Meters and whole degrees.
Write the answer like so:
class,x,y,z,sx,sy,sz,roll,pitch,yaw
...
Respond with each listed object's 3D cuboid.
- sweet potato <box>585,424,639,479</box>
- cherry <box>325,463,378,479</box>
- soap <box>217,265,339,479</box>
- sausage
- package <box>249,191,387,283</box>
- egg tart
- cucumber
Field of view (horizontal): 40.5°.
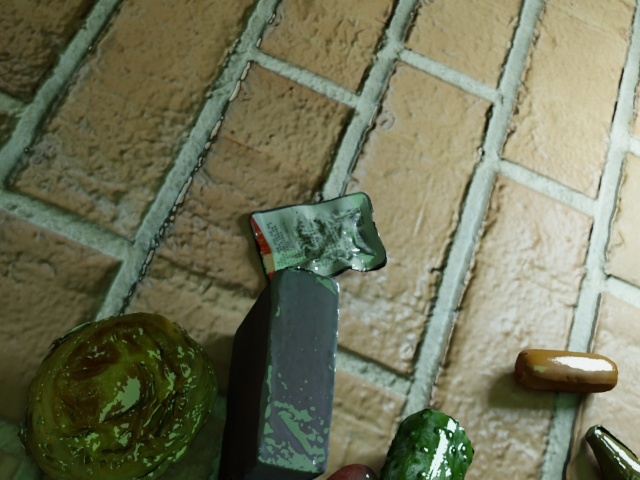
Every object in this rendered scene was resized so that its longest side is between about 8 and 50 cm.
class,x,y,z,sx,sy,sz,roll,pitch,yaw
sweet potato,0.566,0.433,1.483,0.285,0.085,0.112,38,41,19
cherry,0.048,0.406,1.334,0.126,0.087,0.106,-30,71,-29
soap,-0.069,0.221,1.273,0.107,0.296,0.286,11,64,-14
sausage,0.441,0.234,1.543,0.197,0.076,0.076,7,63,-15
package,0.000,0.000,1.548,0.231,0.040,0.166,-14,67,-14
egg tart,-0.296,0.250,1.295,0.297,0.132,0.297,0,62,0
cucumber,0.143,0.369,1.303,0.134,0.134,0.244,39,32,4
